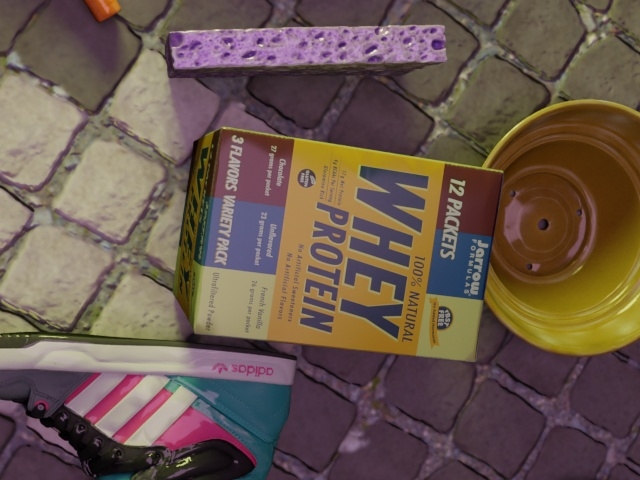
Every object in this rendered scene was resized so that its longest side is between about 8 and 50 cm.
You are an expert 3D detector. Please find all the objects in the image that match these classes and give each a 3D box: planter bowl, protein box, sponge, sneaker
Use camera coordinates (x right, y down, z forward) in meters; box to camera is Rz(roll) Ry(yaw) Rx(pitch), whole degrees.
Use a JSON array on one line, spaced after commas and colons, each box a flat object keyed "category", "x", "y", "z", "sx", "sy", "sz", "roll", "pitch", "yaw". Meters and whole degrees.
[{"category": "planter bowl", "x": 0.214, "y": -0.012, "z": 0.781, "sx": 0.217, "sy": 0.090, "sz": 0.217, "roll": -1, "pitch": 95, "yaw": -13}, {"category": "protein box", "x": 0.000, "y": 0.000, "z": 0.674, "sx": 0.200, "sy": 0.201, "sz": 0.135, "roll": 8, "pitch": 92, "yaw": -14}, {"category": "sponge", "x": -0.017, "y": -0.148, "z": 0.703, "sx": 0.210, "sy": 0.117, "sz": 0.031, "roll": -4, "pitch": 97, "yaw": -13}, {"category": "sneaker", "x": -0.170, "y": 0.164, "z": 0.693, "sx": 0.296, "sy": 0.124, "sz": 0.178, "roll": 6, "pitch": 83, "yaw": -15}]

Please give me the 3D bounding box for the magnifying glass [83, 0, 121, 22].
[{"category": "magnifying glass", "x": -0.224, "y": -0.274, "z": 0.671, "sx": 0.026, "sy": 0.092, "sz": 0.231, "roll": -34, "pitch": 111, "yaw": -13}]
